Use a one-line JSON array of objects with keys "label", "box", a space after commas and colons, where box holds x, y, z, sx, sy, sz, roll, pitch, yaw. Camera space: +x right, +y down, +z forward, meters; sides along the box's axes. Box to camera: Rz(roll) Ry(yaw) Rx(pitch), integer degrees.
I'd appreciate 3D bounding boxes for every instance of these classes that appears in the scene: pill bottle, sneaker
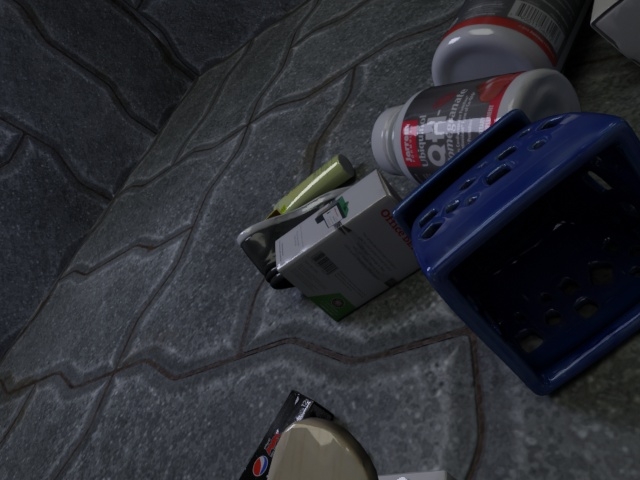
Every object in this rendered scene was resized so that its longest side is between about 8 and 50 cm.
[{"label": "pill bottle", "box": [0.362, -0.400, 0.943, 0.210, 0.210, 0.362, 1, 53, 51]}, {"label": "pill bottle", "box": [0.233, -0.169, 0.857, 0.176, 0.176, 0.319, -55, 31, -15]}, {"label": "sneaker", "box": [0.000, 0.000, 1.033, 0.296, 0.104, 0.146, -24, 73, -12]}]

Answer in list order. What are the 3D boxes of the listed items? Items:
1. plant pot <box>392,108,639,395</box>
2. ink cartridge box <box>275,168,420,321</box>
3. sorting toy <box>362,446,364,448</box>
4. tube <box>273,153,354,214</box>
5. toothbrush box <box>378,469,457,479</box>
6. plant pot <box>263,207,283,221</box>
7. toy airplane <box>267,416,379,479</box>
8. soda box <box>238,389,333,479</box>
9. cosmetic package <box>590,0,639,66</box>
[{"label": "plant pot", "box": [0.240, -0.005, 0.617, 0.236, 0.236, 0.212, -42, 24, 7]}, {"label": "ink cartridge box", "box": [0.059, 0.012, 0.872, 0.219, 0.160, 0.092, -35, 33, 16]}, {"label": "sorting toy", "box": [0.009, 0.303, 0.716, 0.083, 0.045, 0.075, 5, 76, 52]}, {"label": "tube", "box": [-0.030, -0.113, 1.228, 0.240, 0.062, 0.070, -33, -8, 29]}, {"label": "toothbrush box", "box": [0.051, 0.382, 0.483, 0.206, 0.122, 0.283, -23, 39, 32]}, {"label": "plant pot", "box": [-0.086, -0.005, 1.138, 0.081, 0.083, 0.081, -44, 31, 1]}, {"label": "toy airplane", "box": [-0.056, 0.350, 0.266, 0.384, 0.273, 0.386, -45, 49, 23]}, {"label": "soda box", "box": [-0.053, 0.309, 0.761, 0.060, 0.053, 0.168, 6, 57, 53]}, {"label": "cosmetic package", "box": [0.525, -0.410, 0.789, 0.129, 0.153, 0.296, -38, 25, 58]}]
